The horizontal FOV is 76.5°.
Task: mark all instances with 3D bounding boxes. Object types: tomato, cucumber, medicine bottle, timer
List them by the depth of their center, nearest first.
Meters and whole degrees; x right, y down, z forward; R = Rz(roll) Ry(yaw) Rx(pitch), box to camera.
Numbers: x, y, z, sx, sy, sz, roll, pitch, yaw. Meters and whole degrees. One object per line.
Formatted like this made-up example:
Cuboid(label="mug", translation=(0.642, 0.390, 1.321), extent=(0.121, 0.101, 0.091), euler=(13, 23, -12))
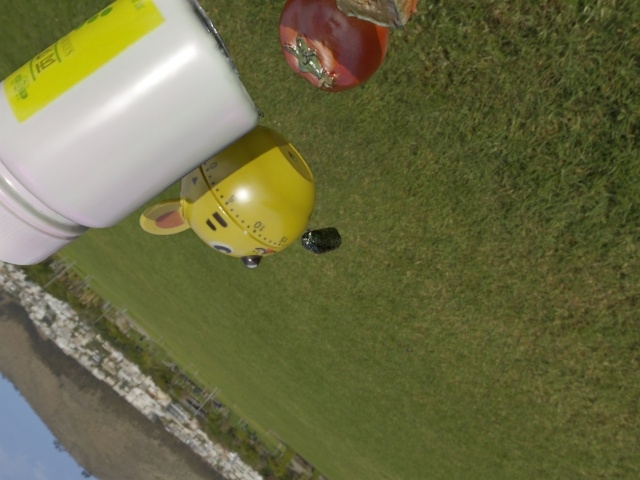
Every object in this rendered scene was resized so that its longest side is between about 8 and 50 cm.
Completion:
Cuboid(label="medicine bottle", translation=(-0.282, -0.147, 0.538), extent=(0.214, 0.378, 0.213), euler=(55, -179, -1))
Cuboid(label="cucumber", translation=(0.000, 0.000, 0.762), extent=(0.053, 0.053, 0.181), euler=(34, -169, 13))
Cuboid(label="timer", translation=(-0.210, -0.095, 1.044), extent=(0.386, 0.376, 0.376), euler=(-35, 108, 18))
Cuboid(label="tomato", translation=(0.051, -0.601, 1.179), extent=(0.321, 0.322, 0.322), euler=(32, 153, 18))

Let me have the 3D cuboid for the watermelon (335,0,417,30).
Cuboid(label="watermelon", translation=(0.026, -0.499, 0.621), extent=(0.264, 0.151, 0.302), euler=(35, -174, 36))
